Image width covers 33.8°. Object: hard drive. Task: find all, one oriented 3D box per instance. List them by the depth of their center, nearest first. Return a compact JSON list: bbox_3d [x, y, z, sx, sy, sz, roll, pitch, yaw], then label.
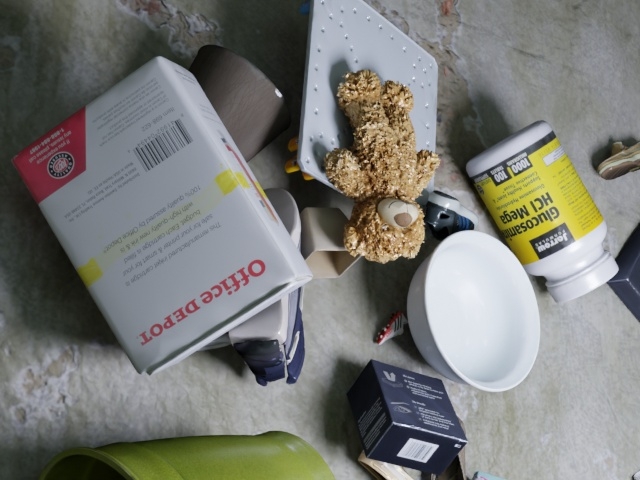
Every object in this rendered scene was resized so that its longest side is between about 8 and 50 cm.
[{"bbox_3d":[0.741,0.061,2.312,0.172,0.054,0.255,49,56,-9],"label":"hard drive"}]

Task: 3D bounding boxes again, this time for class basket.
[{"bbox_3d":[-0.187,-0.180,1.768,0.204,0.154,0.227,43,61,-16],"label":"basket"}]

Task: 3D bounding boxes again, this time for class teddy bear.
[{"bbox_3d":[0.113,-0.135,1.811,0.245,0.113,0.338,35,55,-39],"label":"teddy bear"}]

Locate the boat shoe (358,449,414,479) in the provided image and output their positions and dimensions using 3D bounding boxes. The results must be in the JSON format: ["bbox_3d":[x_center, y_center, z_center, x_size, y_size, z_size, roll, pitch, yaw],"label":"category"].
[{"bbox_3d":[0.125,0.422,1.818,0.059,0.063,0.170,-40,96,-22],"label":"boat shoe"}]

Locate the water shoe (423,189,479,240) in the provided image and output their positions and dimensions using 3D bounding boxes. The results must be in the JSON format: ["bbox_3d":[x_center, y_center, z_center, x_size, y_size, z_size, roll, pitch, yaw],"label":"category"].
[{"bbox_3d":[0.238,-0.037,2.001,0.080,0.073,0.203,-64,151,-1],"label":"water shoe"}]

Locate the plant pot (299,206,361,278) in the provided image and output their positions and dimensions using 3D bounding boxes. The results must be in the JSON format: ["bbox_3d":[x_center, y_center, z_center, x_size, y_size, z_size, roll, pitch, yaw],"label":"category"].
[{"bbox_3d":[0.000,0.000,1.851,0.109,0.109,0.096,0,62,-32],"label":"plant pot"}]

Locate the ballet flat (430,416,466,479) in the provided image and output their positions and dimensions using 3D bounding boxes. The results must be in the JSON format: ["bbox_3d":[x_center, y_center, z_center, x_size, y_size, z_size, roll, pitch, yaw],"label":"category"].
[{"bbox_3d":[0.225,0.420,1.848,0.058,0.084,0.250,54,35,-54],"label":"ballet flat"}]

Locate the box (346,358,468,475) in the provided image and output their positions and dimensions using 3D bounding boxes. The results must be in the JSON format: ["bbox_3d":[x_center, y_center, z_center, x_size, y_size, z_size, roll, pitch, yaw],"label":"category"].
[{"bbox_3d":[0.146,0.303,1.803,0.156,0.093,0.158,19,30,-25],"label":"box"}]

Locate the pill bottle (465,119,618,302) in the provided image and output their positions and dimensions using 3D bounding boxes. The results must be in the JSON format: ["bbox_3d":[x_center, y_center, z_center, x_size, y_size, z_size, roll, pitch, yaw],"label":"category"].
[{"bbox_3d":[0.446,-0.054,2.087,0.188,0.188,0.334,-32,92,-35],"label":"pill bottle"}]

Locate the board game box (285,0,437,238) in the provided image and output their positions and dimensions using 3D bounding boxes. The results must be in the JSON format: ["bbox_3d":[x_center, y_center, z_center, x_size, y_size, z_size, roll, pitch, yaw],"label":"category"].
[{"bbox_3d":[0.085,-0.238,1.933,0.390,0.050,0.390,27,60,-46],"label":"board game box"}]

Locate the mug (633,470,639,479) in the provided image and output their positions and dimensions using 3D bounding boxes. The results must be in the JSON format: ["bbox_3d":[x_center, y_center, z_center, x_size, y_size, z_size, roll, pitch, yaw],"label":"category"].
[{"bbox_3d":[0.673,0.500,2.119,0.062,0.078,0.064,-18,93,-2],"label":"mug"}]

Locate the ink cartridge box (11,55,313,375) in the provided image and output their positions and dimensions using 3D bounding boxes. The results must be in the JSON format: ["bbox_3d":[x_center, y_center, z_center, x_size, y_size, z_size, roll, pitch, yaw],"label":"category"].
[{"bbox_3d":[-0.230,-0.031,1.576,0.279,0.160,0.385,-32,83,8],"label":"ink cartridge box"}]

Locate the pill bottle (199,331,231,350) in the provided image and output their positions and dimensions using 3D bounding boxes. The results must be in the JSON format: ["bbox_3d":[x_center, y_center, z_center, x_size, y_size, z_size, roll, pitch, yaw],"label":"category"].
[{"bbox_3d":[-0.192,0.094,1.708,0.087,0.087,0.160,-1,74,-32],"label":"pill bottle"}]

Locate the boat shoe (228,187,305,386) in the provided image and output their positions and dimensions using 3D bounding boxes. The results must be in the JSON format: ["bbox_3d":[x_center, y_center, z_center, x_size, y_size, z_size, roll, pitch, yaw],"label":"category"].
[{"bbox_3d":[-0.085,0.083,1.770,0.158,0.127,0.341,72,19,-49],"label":"boat shoe"}]

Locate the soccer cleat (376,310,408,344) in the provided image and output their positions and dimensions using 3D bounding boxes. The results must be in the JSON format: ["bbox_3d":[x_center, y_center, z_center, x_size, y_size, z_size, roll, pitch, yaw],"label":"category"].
[{"bbox_3d":[0.132,0.165,1.920,0.035,0.029,0.083,44,52,-7],"label":"soccer cleat"}]

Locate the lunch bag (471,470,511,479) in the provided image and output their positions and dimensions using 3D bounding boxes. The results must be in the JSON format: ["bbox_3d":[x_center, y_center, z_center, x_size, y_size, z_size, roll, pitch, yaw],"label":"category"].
[{"bbox_3d":[0.345,0.555,1.850,0.262,0.160,0.223,29,64,-3],"label":"lunch bag"}]

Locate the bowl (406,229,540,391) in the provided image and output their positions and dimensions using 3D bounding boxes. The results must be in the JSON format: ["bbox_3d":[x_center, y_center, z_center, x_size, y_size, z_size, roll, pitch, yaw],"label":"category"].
[{"bbox_3d":[0.256,0.140,1.930,0.297,0.134,0.298,15,66,-36],"label":"bowl"}]

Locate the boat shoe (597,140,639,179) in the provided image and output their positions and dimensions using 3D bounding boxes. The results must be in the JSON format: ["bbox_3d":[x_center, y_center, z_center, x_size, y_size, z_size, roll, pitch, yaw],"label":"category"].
[{"bbox_3d":[0.670,-0.185,2.351,0.190,0.068,0.072,-14,70,-44],"label":"boat shoe"}]

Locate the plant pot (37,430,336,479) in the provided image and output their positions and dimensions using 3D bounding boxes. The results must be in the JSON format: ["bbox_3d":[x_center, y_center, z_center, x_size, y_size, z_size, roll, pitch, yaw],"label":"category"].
[{"bbox_3d":[-0.160,0.425,1.490,0.353,0.366,0.367,-11,80,-45],"label":"plant pot"}]
